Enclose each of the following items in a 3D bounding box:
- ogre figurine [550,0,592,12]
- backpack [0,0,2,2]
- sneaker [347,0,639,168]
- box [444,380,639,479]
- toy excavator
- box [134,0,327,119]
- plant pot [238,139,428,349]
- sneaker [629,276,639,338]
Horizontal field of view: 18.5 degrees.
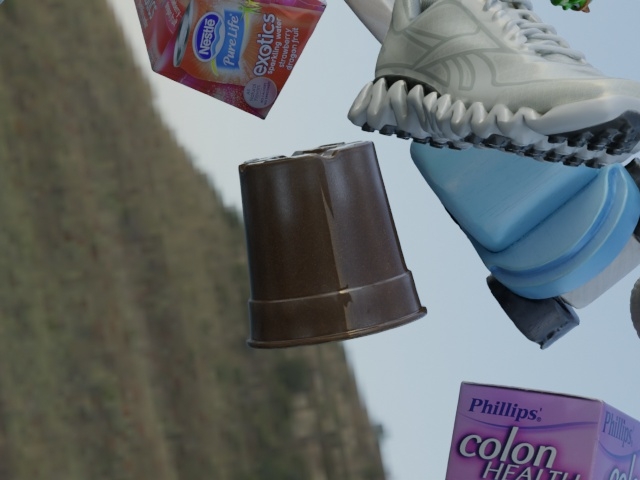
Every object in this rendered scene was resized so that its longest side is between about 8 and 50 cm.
[{"bbox_3d":[0.197,-0.250,1.626,0.197,0.118,0.097,-9,-118,67],"label":"ogre figurine"},{"bbox_3d":[-0.471,-0.333,1.712,0.273,0.290,0.355,51,19,-60],"label":"backpack"},{"bbox_3d":[0.120,-0.116,1.326,0.292,0.110,0.118,15,-88,57],"label":"sneaker"},{"bbox_3d":[0.177,0.250,1.543,0.213,0.117,0.243,30,67,-64],"label":"box"},{"bbox_3d":[0.158,-0.155,2.139,0.445,0.222,0.433,38,18,-48],"label":"toy excavator"},{"bbox_3d":[-0.093,-0.234,1.863,0.128,0.122,0.257,-60,-159,19],"label":"box"},{"bbox_3d":[0.000,0.000,1.770,0.167,0.167,0.165,-161,-120,-81],"label":"plant pot"},{"bbox_3d":[0.298,0.090,1.420,0.237,0.086,0.085,-111,-156,-58],"label":"sneaker"}]
